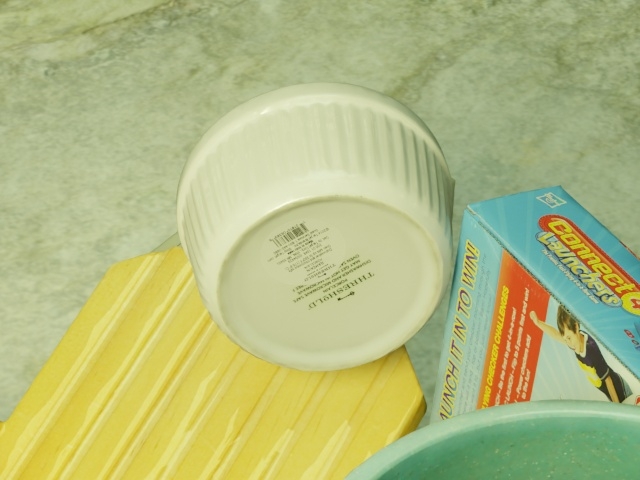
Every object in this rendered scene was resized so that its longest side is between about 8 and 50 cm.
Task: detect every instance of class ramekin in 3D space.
[{"bbox_3d":[0.000,0.000,1.399,0.207,0.207,0.109,-2,39,-6],"label":"ramekin"}]

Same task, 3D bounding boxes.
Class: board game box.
[{"bbox_3d":[0.195,0.170,1.361,0.086,0.308,0.302,-13,39,-26],"label":"board game box"}]

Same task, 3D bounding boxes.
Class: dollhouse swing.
[{"bbox_3d":[-0.133,0.133,1.386,0.347,0.315,0.305,22,80,25],"label":"dollhouse swing"}]

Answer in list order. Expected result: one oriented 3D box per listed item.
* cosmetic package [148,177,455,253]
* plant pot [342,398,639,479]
[{"bbox_3d":[-0.029,0.031,1.707,0.160,0.113,0.309,25,41,27],"label":"cosmetic package"},{"bbox_3d":[0.151,0.329,1.121,0.341,0.334,0.341,1,36,-1],"label":"plant pot"}]
